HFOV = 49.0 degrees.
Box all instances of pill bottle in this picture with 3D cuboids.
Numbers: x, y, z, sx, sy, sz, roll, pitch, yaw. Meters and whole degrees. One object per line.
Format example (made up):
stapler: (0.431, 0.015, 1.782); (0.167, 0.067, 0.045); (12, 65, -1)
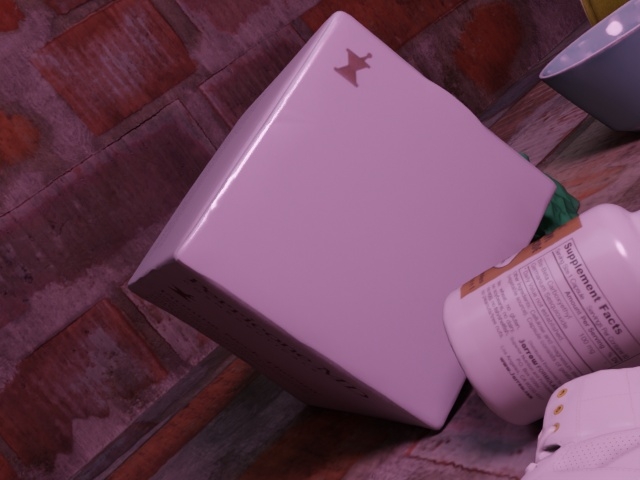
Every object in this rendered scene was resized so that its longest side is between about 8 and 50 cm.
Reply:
pill bottle: (0.227, 0.045, 0.569); (0.229, 0.131, 0.131); (-35, 8, 24)

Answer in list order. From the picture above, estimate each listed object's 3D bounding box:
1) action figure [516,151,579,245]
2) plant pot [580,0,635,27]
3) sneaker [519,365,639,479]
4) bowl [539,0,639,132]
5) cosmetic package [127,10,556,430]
action figure: (0.285, -0.028, 0.901); (0.063, 0.137, 0.232); (-61, 4, 30)
plant pot: (0.688, -0.526, 1.231); (0.353, 0.366, 0.366); (-12, 24, 47)
sneaker: (0.131, 0.172, 0.403); (0.293, 0.108, 0.169); (-26, 8, 12)
bowl: (0.517, -0.283, 1.081); (0.312, 0.163, 0.311); (-38, 8, 6)
cosmetic package: (0.000, 0.000, 0.889); (0.327, 0.329, 0.394); (-59, 14, -19)
